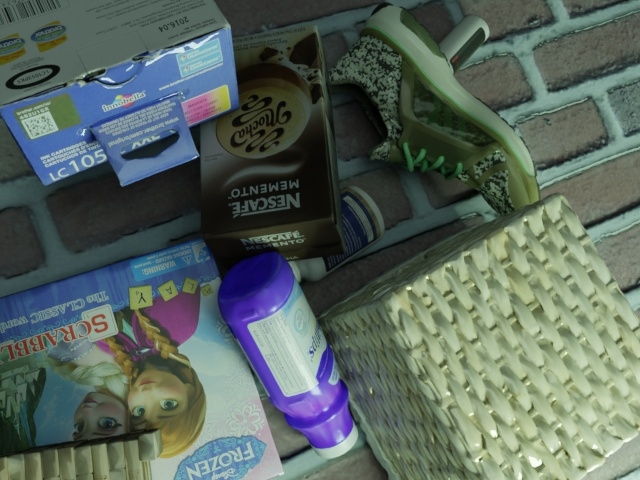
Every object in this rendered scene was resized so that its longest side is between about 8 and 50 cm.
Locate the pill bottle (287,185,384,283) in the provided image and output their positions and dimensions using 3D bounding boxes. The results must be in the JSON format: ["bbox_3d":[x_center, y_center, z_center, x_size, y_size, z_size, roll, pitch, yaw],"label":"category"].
[{"bbox_3d":[0.000,0.000,0.997,0.169,0.094,0.094,-33,88,-21],"label":"pill bottle"}]

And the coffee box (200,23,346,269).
[{"bbox_3d":[-0.065,-0.125,0.937,0.168,0.119,0.297,-8,65,6],"label":"coffee box"}]

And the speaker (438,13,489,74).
[{"bbox_3d":[0.219,-0.312,1.160,0.055,0.055,0.136,44,69,-3],"label":"speaker"}]

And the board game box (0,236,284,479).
[{"bbox_3d":[-0.245,0.191,0.874,0.318,0.066,0.318,-18,83,-12],"label":"board game box"}]

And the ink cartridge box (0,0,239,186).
[{"bbox_3d":[-0.276,-0.251,0.864,0.270,0.151,0.395,-24,61,-14],"label":"ink cartridge box"}]

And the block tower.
[{"bbox_3d":[-0.342,0.276,0.761,0.335,0.091,0.097,-7,81,-10],"label":"block tower"}]

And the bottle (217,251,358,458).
[{"bbox_3d":[-0.033,0.156,0.900,0.092,0.118,0.283,-19,114,14],"label":"bottle"}]

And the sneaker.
[{"bbox_3d":[0.159,-0.152,1.074,0.182,0.158,0.410,-40,85,-8],"label":"sneaker"}]

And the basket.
[{"bbox_3d":[0.220,0.161,0.935,0.328,0.266,0.331,-28,88,-22],"label":"basket"}]
